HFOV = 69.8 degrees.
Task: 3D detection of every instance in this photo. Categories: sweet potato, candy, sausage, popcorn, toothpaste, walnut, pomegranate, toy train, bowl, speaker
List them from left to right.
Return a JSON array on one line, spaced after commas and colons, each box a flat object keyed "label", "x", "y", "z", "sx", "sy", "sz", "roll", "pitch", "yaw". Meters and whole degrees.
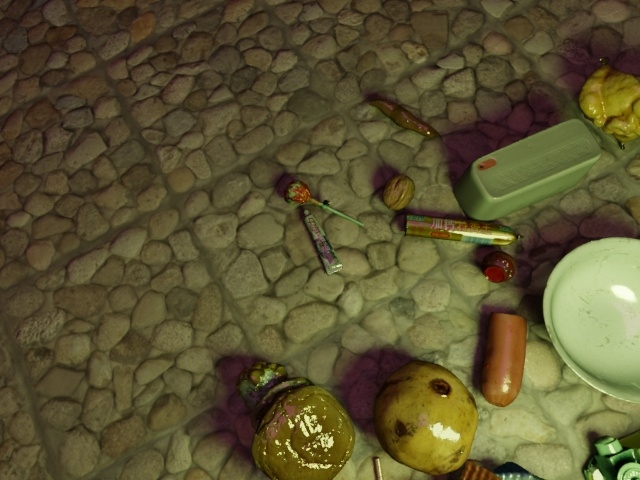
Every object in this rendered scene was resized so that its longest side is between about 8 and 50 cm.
[{"label": "toothpaste", "x": 0.000, "y": 0.000, "z": 1.485, "sx": 0.060, "sy": 0.038, "sz": 0.233, "roll": -26, "pitch": 75, "yaw": -4}, {"label": "candy", "x": 0.010, "y": -0.111, "z": 1.509, "sx": 0.288, "sy": 0.078, "sz": 0.084, "roll": 27, "pitch": 69, "yaw": 4}, {"label": "walnut", "x": 0.251, "y": -0.154, "z": 1.482, "sx": 0.105, "sy": 0.105, "sz": 0.124, "roll": 22, "pitch": 80, "yaw": 10}, {"label": "sweet potato", "x": 0.292, "y": -0.418, "z": 1.580, "sx": 0.274, "sy": 0.067, "sz": 0.067, "roll": 32, "pitch": 78, "yaw": 7}, {"label": "pomegranate", "x": 0.274, "y": 0.459, "z": 1.206, "sx": 0.281, "sy": 0.281, "sz": 0.281, "roll": -1, "pitch": 73, "yaw": 4}, {"label": "sausage", "x": 0.448, "y": -0.028, "z": 1.439, "sx": 0.371, "sy": 0.082, "sz": 0.082, "roll": 7, "pitch": 74, "yaw": 6}, {"label": "sausage", "x": 0.522, "y": 0.339, "z": 1.305, "sx": 0.113, "sy": 0.113, "sz": 0.259, "roll": 11, "pitch": 74, "yaw": 8}, {"label": "speaker", "x": 0.638, "y": -0.216, "z": 1.426, "sx": 0.406, "sy": 0.184, "sz": 0.183, "roll": -23, "pitch": 73, "yaw": -3}, {"label": "bowl", "x": 0.807, "y": 0.222, "z": 1.272, "sx": 0.435, "sy": 0.196, "sz": 0.435, "roll": -1, "pitch": 73, "yaw": 3}, {"label": "popcorn", "x": 0.990, "y": -0.423, "z": 1.447, "sx": 0.316, "sy": 0.281, "sz": 0.297, "roll": 24, "pitch": 35, "yaw": 38}, {"label": "toy train", "x": 0.870, "y": 0.674, "z": 1.156, "sx": 0.253, "sy": 0.160, "sz": 0.397, "roll": -19, "pitch": 72, "yaw": -9}]

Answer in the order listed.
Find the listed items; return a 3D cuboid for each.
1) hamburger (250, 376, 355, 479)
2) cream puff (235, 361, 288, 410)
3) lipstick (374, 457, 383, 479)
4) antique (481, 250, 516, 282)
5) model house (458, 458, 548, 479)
[{"label": "hamburger", "x": -0.050, "y": 0.530, "z": 1.238, "sx": 0.285, "sy": 0.134, "sz": 0.265, "roll": 42, "pitch": 83, "yaw": -14}, {"label": "cream puff", "x": -0.164, "y": 0.418, "z": 1.333, "sx": 0.121, "sy": 0.156, "sz": 0.156, "roll": 10, "pitch": 68, "yaw": 52}, {"label": "lipstick", "x": 0.166, "y": 0.658, "z": 1.278, "sx": 0.019, "sy": 0.019, "sz": 0.094, "roll": -7, "pitch": 72, "yaw": 2}, {"label": "antique", "x": 0.539, "y": 0.079, "z": 1.389, "sx": 0.104, "sy": 0.104, "sz": 0.104, "roll": -1, "pitch": 73, "yaw": 4}, {"label": "model house", "x": 0.404, "y": 0.677, "z": 1.113, "sx": 0.329, "sy": 0.252, "sz": 0.295, "roll": 26, "pitch": 83, "yaw": 6}]
